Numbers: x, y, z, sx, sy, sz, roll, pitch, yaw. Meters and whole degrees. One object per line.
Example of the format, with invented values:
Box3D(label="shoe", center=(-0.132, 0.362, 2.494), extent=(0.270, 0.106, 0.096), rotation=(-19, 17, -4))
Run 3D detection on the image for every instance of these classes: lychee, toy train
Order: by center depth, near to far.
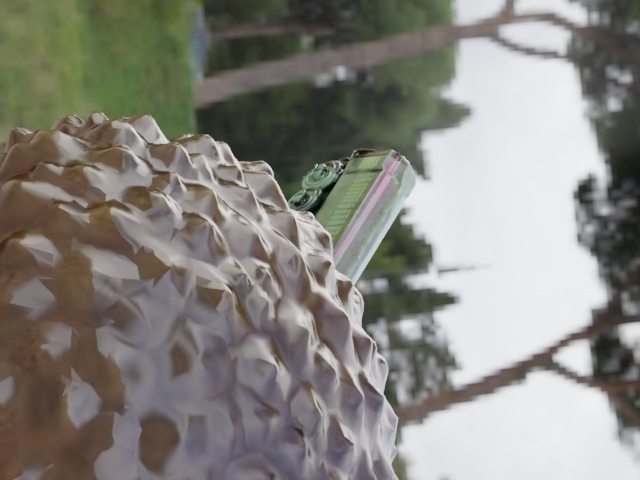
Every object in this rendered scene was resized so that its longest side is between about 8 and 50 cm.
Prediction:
Box3D(label="lychee", center=(-0.066, 0.078, 0.592), extent=(0.200, 0.200, 0.238), rotation=(-130, -153, -73))
Box3D(label="toy train", center=(0.000, 0.000, 1.114), extent=(0.148, 0.071, 0.038), rotation=(-57, 138, -37))
